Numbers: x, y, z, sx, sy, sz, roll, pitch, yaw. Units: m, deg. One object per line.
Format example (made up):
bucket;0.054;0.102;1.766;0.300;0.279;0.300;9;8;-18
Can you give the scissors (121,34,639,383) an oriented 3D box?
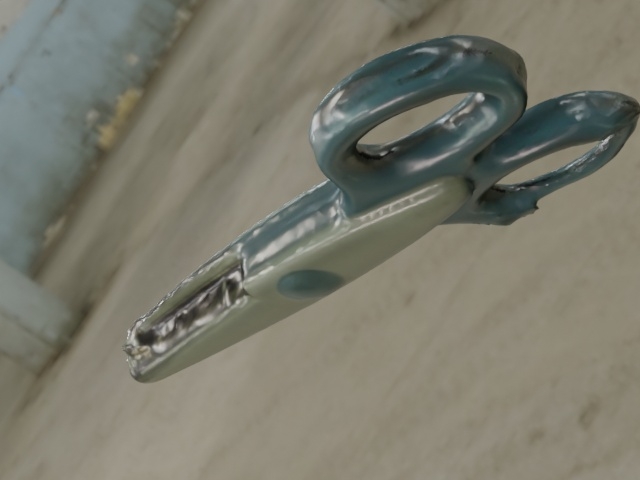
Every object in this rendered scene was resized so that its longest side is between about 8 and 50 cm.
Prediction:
scissors;0.000;0.000;0.623;0.289;0.138;0.041;-34;57;40
